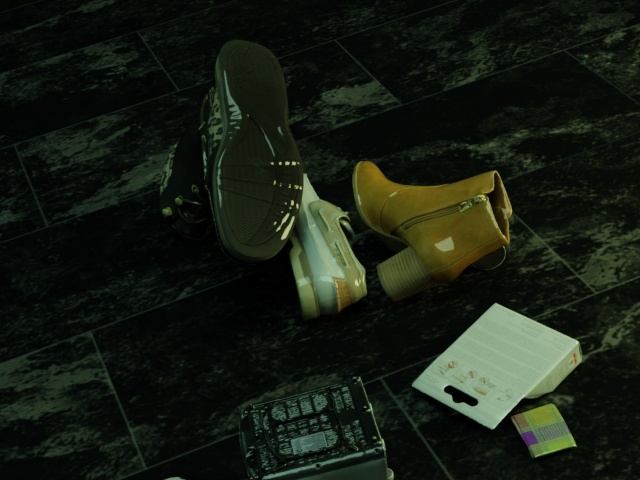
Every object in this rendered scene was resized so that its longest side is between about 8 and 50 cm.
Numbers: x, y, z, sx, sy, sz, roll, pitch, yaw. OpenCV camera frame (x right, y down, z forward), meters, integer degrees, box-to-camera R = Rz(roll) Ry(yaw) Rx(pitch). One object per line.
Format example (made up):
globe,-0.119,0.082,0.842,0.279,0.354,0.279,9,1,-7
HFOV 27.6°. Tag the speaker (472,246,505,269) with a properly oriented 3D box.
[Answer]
speaker,0.238,-0.015,1.954,0.055,0.055,0.136,-11,34,1

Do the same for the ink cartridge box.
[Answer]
ink cartridge box,0.232,0.173,1.708,0.145,0.045,0.179,25,58,41

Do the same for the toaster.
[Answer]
toaster,-0.013,0.262,1.562,0.186,0.110,0.168,-14,27,-4

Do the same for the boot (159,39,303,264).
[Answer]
boot,-0.148,-0.084,2.005,0.138,0.284,0.377,7,58,-25

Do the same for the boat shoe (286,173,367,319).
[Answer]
boat shoe,0.000,0.000,1.965,0.103,0.113,0.302,-11,44,-3

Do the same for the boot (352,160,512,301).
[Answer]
boot,0.169,-0.053,1.934,0.211,0.104,0.295,-30,43,16

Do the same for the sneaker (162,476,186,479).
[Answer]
sneaker,-0.100,0.355,1.475,0.123,0.105,0.290,-9,23,-20

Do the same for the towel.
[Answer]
towel,0.277,0.236,1.619,0.060,0.009,0.083,-15,35,-7
